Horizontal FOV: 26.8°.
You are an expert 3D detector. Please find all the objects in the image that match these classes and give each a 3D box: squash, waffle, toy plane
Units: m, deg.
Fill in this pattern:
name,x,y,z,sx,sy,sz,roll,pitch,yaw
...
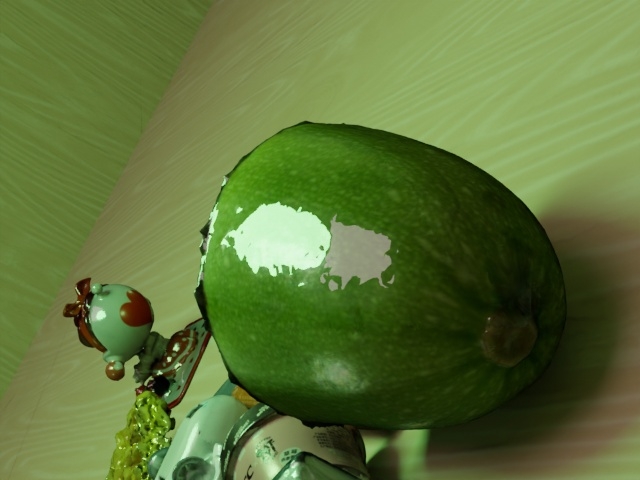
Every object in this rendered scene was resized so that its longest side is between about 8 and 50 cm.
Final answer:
name,x,y,z,sx,sy,sz,roll,pitch,yaw
squash,0.084,0.024,1.203,0.309,0.310,0.310,-9,52,62
waffle,-0.269,0.358,1.912,0.307,0.060,0.311,136,146,-60
toy plane,-0.145,0.310,1.569,0.267,0.123,0.266,-58,18,32

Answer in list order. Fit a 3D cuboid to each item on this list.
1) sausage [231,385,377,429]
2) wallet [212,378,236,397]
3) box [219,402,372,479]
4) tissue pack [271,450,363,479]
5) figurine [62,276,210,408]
name,x,y,z,sx,sy,sz,roll,pitch,yaw
sausage,-0.012,0.183,1.526,0.348,0.053,0.053,-7,53,58
wallet,-0.088,0.210,1.763,0.379,0.046,0.190,-51,20,22
box,-0.014,0.249,1.343,0.151,0.151,0.135,-55,27,10
tissue pack,-0.016,0.321,1.141,0.257,0.185,0.081,-51,18,23
figurine,-0.317,0.150,2.200,0.160,0.226,0.183,-29,34,56
